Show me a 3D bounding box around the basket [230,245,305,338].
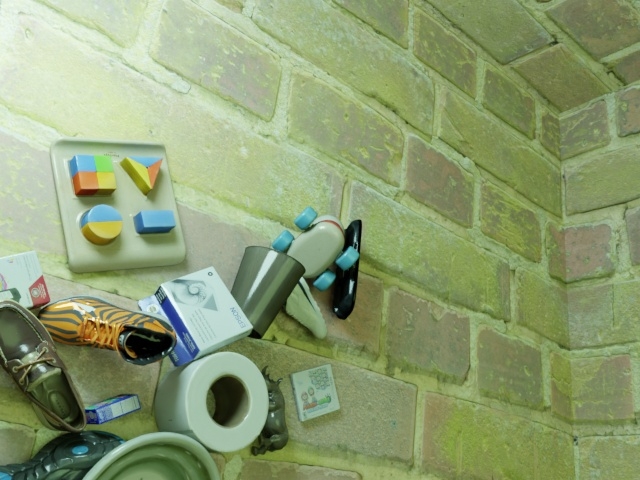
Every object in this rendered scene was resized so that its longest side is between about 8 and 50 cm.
[{"bbox_3d":[-0.177,0.151,1.850,0.227,0.204,0.154,-64,146,-24],"label":"basket"}]

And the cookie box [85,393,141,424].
[{"bbox_3d":[-0.494,0.397,1.535,0.107,0.091,0.040,-13,88,-44],"label":"cookie box"}]

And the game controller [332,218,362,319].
[{"bbox_3d":[0.094,0.092,2.107,0.067,0.166,0.319,13,67,-16],"label":"game controller"}]

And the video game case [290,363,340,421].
[{"bbox_3d":[-0.015,0.462,1.983,0.157,0.019,0.143,-5,79,-42],"label":"video game case"}]

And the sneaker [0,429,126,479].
[{"bbox_3d":[-0.583,0.525,1.422,0.340,0.125,0.140,-12,112,-46],"label":"sneaker"}]

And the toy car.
[{"bbox_3d":[0.000,0.000,2.073,0.219,0.210,0.238,43,23,-6],"label":"toy car"}]

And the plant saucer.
[{"bbox_3d":[-0.415,0.626,1.482,0.400,0.100,0.401,-6,99,-43],"label":"plant saucer"}]

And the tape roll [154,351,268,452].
[{"bbox_3d":[-0.278,0.417,1.665,0.246,0.169,0.246,14,68,-37],"label":"tape roll"}]

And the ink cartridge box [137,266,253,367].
[{"bbox_3d":[-0.326,0.192,1.693,0.224,0.045,0.223,-22,63,-33],"label":"ink cartridge box"}]

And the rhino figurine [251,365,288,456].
[{"bbox_3d":[-0.144,0.475,1.830,0.106,0.073,0.243,6,71,-36],"label":"rhino figurine"}]

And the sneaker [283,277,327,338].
[{"bbox_3d":[-0.062,0.210,1.994,0.094,0.090,0.235,-33,104,-19],"label":"sneaker"}]

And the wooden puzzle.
[{"bbox_3d":[-0.511,-0.102,1.693,0.322,0.080,0.348,-4,79,-42],"label":"wooden puzzle"}]

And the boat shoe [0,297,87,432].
[{"bbox_3d":[-0.609,0.278,1.410,0.123,0.123,0.342,-34,112,-36],"label":"boat shoe"}]

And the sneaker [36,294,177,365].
[{"bbox_3d":[-0.486,0.206,1.499,0.321,0.180,0.125,8,92,-20],"label":"sneaker"}]

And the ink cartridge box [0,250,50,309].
[{"bbox_3d":[-0.715,0.107,1.449,0.175,0.072,0.128,-17,88,-44],"label":"ink cartridge box"}]
